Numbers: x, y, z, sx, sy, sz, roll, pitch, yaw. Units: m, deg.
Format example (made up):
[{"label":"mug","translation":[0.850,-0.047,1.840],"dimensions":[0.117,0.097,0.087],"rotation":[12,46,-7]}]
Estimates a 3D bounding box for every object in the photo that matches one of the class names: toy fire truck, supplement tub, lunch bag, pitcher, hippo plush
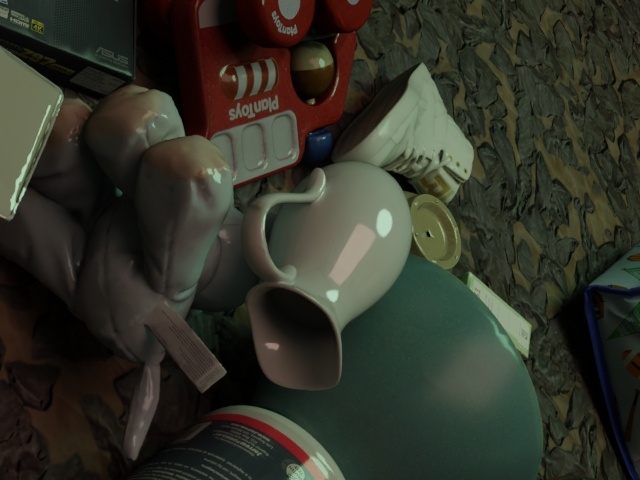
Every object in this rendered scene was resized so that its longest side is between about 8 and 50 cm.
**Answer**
[{"label":"toy fire truck","translation":[-0.058,-0.200,1.233],"dimensions":[0.302,0.169,0.253],"rotation":[-25,117,-52]},{"label":"supplement tub","translation":[-0.111,0.275,0.890],"dimensions":[0.272,0.191,0.191],"rotation":[-34,97,-50]},{"label":"lunch bag","translation":[0.589,0.201,1.677],"dimensions":[0.328,0.239,0.385],"rotation":[-24,106,-51]},{"label":"pitcher","translation":[0.000,0.000,0.953],"dimensions":[0.207,0.126,0.177],"rotation":[-60,142,-45]},{"label":"hippo plush","translation":[-0.122,-0.011,0.986],"dimensions":[0.294,0.234,0.237],"rotation":[52,26,12]}]

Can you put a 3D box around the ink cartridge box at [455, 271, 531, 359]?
[{"label":"ink cartridge box","translation":[0.103,0.080,1.237],"dimensions":[0.235,0.171,0.056],"rotation":[40,46,-28]}]

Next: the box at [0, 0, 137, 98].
[{"label":"box","translation":[-0.289,-0.261,1.060],"dimensions":[0.233,0.059,0.183],"rotation":[19,57,-42]}]

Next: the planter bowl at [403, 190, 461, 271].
[{"label":"planter bowl","translation":[0.102,0.006,1.322],"dimensions":[0.162,0.109,0.162],"rotation":[23,57,-40]}]

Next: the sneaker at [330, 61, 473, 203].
[{"label":"sneaker","translation":[0.123,-0.111,1.387],"dimensions":[0.169,0.108,0.292],"rotation":[55,32,-11]}]

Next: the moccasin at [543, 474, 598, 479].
[{"label":"moccasin","translation":[0.263,0.374,1.311],"dimensions":[0.380,0.147,0.139],"rotation":[3,55,-43]}]

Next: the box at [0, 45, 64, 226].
[{"label":"box","translation":[-0.324,-0.059,0.787],"dimensions":[0.149,0.232,0.126],"rotation":[36,48,-31]}]

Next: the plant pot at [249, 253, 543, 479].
[{"label":"plant pot","translation":[0.043,0.181,1.065],"dimensions":[0.195,0.290,0.290],"rotation":[-26,92,-33]}]
